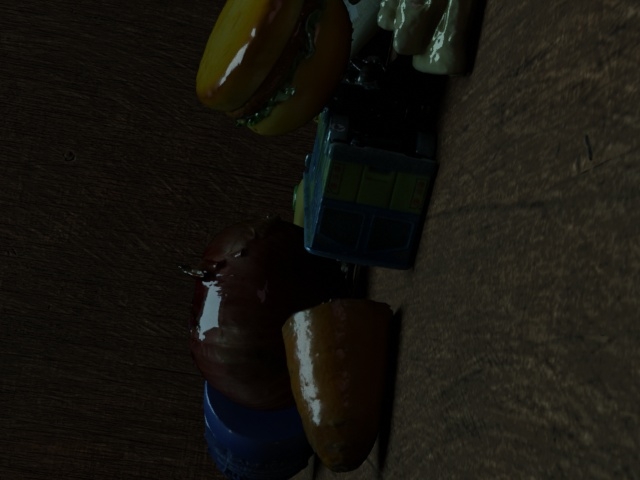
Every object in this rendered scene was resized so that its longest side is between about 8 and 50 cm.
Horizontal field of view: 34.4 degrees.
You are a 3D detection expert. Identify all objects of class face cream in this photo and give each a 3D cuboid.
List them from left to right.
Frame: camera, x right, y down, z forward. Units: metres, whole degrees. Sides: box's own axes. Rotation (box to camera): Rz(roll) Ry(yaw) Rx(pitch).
[{"bbox_3d":[-0.112,0.344,2.088,0.225,0.249,0.249,97,179,-53],"label":"face cream"},{"bbox_3d":[0.082,-0.405,1.764,0.341,0.084,0.137,154,107,-67],"label":"face cream"}]

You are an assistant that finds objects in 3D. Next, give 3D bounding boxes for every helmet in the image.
[{"bbox_3d":[0.132,-0.210,1.411,0.089,0.057,0.111,-33,31,19],"label":"helmet"}]

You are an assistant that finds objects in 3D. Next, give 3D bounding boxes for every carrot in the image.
[{"bbox_3d":[0.033,0.201,1.407,0.159,0.159,0.225,107,160,-58],"label":"carrot"}]

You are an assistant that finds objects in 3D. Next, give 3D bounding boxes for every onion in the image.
[{"bbox_3d":[-0.097,0.128,1.842,0.353,0.353,0.354,-171,90,-85],"label":"onion"}]

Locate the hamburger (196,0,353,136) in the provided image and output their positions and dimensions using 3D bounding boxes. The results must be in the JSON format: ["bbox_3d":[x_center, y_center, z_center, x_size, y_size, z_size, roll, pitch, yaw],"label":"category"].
[{"bbox_3d":[-0.048,-0.254,1.394,0.246,0.170,0.246,-44,31,35],"label":"hamburger"}]

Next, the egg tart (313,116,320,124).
[{"bbox_3d":[0.029,-0.429,2.401,0.351,0.153,0.340,91,170,-58],"label":"egg tart"}]

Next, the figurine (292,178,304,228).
[{"bbox_3d":[0.000,0.000,2.227,0.222,0.124,0.325,-105,22,-71],"label":"figurine"}]

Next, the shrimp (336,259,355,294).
[{"bbox_3d":[0.025,0.030,2.035,0.152,0.046,0.219,147,122,-66],"label":"shrimp"}]

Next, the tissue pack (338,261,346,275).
[{"bbox_3d":[0.042,0.070,2.112,0.108,0.023,0.056,106,170,-53],"label":"tissue pack"}]

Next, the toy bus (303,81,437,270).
[{"bbox_3d":[0.063,-0.104,1.473,0.312,0.152,0.190,-93,14,-65],"label":"toy bus"}]

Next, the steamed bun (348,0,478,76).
[{"bbox_3d":[0.119,-0.419,1.305,0.247,0.189,0.428,-25,-55,-87],"label":"steamed bun"}]

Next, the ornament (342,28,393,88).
[{"bbox_3d":[0.097,-0.299,1.934,0.196,0.153,0.166,45,131,54],"label":"ornament"}]
